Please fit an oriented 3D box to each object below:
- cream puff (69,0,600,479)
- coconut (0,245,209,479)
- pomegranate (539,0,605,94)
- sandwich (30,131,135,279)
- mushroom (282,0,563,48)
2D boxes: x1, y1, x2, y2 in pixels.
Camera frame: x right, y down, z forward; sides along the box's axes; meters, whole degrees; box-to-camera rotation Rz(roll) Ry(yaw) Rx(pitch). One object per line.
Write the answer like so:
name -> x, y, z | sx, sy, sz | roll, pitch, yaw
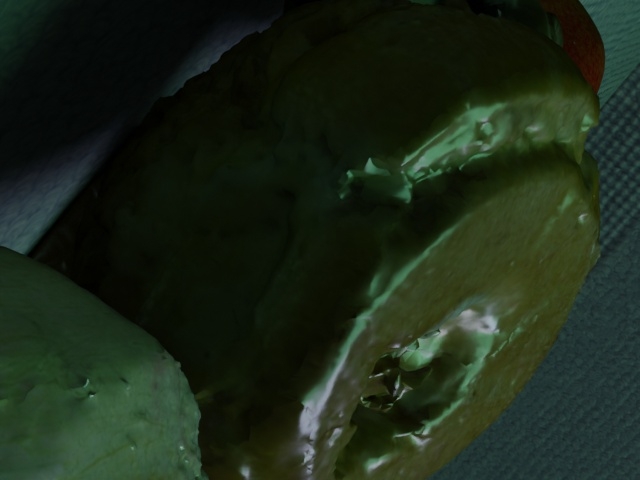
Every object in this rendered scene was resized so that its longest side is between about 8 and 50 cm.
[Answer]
cream puff -> 0.000, 0.000, 0.779 | 0.327, 0.231, 0.343 | -27, 143, -32
coconut -> -0.214, 0.135, 0.594 | 0.297, 0.297, 0.254 | -51, 162, 22
pomegranate -> 0.136, -0.148, 1.138 | 0.257, 0.221, 0.221 | -51, 174, -37
sandwich -> -0.129, 0.018, 0.955 | 0.163, 0.113, 0.079 | -48, 169, 8
mushroom -> 0.068, -0.162, 0.918 | 0.267, 0.189, 0.164 | 70, 20, -50
